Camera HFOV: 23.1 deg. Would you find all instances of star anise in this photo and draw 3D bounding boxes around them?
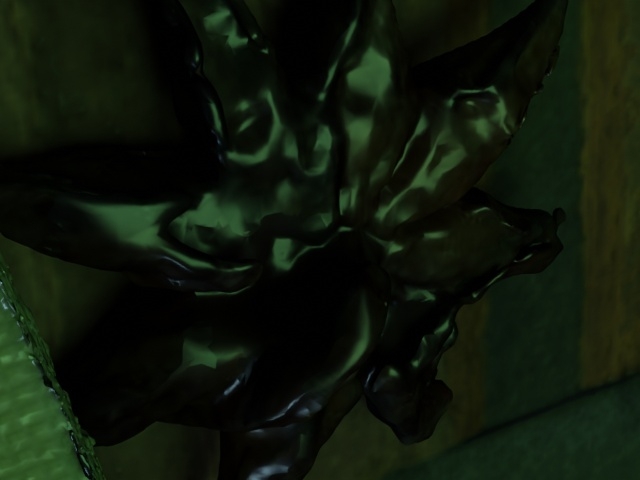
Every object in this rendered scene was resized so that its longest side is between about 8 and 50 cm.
[{"bbox_3d":[0.000,0.000,0.556,0.272,0.102,0.272,-13,119,-25],"label":"star anise"}]

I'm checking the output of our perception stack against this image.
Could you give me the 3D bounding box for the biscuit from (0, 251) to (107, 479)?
[{"bbox_3d":[-0.156,0.060,0.495,0.147,0.046,0.250,-22,123,-5],"label":"biscuit"}]
